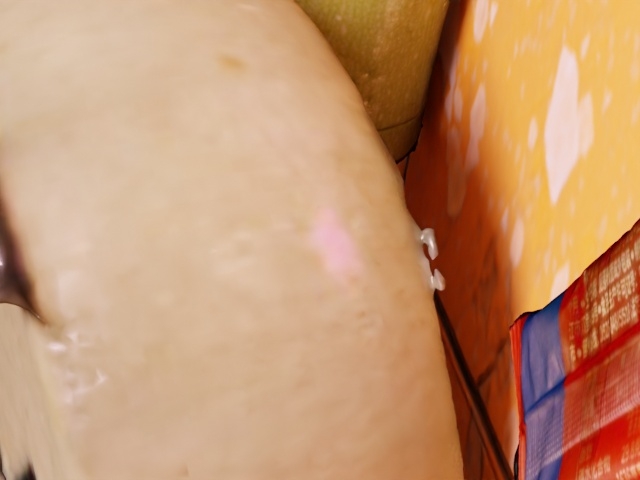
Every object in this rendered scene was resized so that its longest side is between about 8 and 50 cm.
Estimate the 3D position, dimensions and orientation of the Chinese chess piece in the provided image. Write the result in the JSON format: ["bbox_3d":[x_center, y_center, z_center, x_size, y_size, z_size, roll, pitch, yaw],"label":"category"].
[{"bbox_3d":[-0.076,0.060,0.749,0.349,0.146,0.349,167,90,-69],"label":"Chinese chess piece"}]

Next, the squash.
[{"bbox_3d":[0.031,-0.133,0.761,0.094,0.094,0.224,-95,22,-49],"label":"squash"}]

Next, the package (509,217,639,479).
[{"bbox_3d":[0.078,0.036,0.511,0.200,0.022,0.083,120,155,-70],"label":"package"}]
